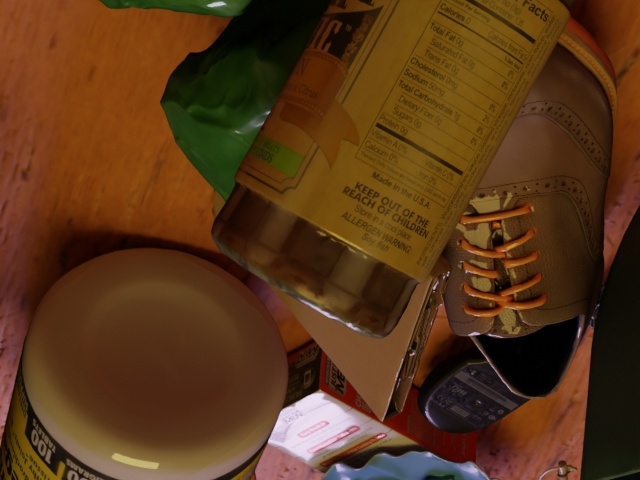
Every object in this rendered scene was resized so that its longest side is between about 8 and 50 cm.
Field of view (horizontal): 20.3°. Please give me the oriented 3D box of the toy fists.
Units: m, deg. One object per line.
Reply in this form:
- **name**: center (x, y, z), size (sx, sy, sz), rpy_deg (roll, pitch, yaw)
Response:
- **toy fists**: center (-0.046, -0.125, 0.981), size (0.142, 0.096, 0.279), rpy_deg (11, 136, 59)

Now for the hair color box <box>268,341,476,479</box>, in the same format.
- **hair color box**: center (0.033, 0.147, 1.411), size (0.167, 0.053, 0.093), rpy_deg (31, 136, -31)

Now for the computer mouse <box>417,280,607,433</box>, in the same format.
- **computer mouse**: center (0.164, 0.071, 1.321), size (0.071, 0.041, 0.242), rpy_deg (35, 127, -29)

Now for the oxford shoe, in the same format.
- **oxford shoe**: center (0.121, -0.019, 1.081), size (0.130, 0.132, 0.363), rpy_deg (-5, 152, 15)

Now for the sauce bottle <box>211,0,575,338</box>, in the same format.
- **sauce bottle**: center (0.069, -0.123, 0.885), size (0.111, 0.344, 0.111), rpy_deg (29, 180, 0)

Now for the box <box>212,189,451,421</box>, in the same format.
- **box**: center (0.000, 0.000, 1.146), size (0.021, 0.201, 0.164), rpy_deg (-28, 152, -28)

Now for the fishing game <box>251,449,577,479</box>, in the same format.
- **fishing game**: center (0.072, 0.230, 1.440), size (0.264, 0.041, 0.189), rpy_deg (0, 141, 5)

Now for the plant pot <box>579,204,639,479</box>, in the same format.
- **plant pot**: center (0.277, 0.077, 1.146), size (0.165, 0.234, 0.166), rpy_deg (-21, 133, 30)

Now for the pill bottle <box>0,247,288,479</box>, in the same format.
- **pill bottle**: center (-0.150, 0.171, 1.358), size (0.188, 0.188, 0.334), rpy_deg (13, 141, -8)
